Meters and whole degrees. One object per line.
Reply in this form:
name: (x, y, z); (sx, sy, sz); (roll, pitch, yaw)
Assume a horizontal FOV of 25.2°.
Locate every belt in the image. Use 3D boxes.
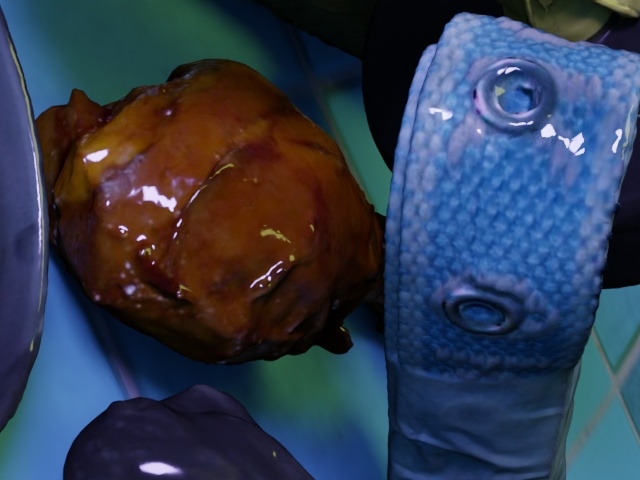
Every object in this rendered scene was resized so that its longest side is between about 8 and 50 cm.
belt: (0.060, 0.044, 0.501); (0.302, 0.072, 0.087); (89, 13, -54)

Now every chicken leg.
chicken leg: (0.000, 0.000, 0.574); (0.113, 0.093, 0.304); (63, 19, 19)

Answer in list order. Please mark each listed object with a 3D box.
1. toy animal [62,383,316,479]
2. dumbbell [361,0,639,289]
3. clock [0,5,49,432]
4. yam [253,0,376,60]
toy animal: (0.081, 0.141, 0.404); (0.106, 0.343, 0.168); (27, 69, -76)
dumbbell: (0.054, -0.129, 0.517); (0.322, 0.204, 0.203); (38, 39, -49)
clock: (-0.129, -0.023, 0.345); (0.184, 0.040, 0.184); (-11, 90, -72)
yam: (-0.025, -0.151, 0.642); (0.371, 0.083, 0.083); (26, 48, -50)
